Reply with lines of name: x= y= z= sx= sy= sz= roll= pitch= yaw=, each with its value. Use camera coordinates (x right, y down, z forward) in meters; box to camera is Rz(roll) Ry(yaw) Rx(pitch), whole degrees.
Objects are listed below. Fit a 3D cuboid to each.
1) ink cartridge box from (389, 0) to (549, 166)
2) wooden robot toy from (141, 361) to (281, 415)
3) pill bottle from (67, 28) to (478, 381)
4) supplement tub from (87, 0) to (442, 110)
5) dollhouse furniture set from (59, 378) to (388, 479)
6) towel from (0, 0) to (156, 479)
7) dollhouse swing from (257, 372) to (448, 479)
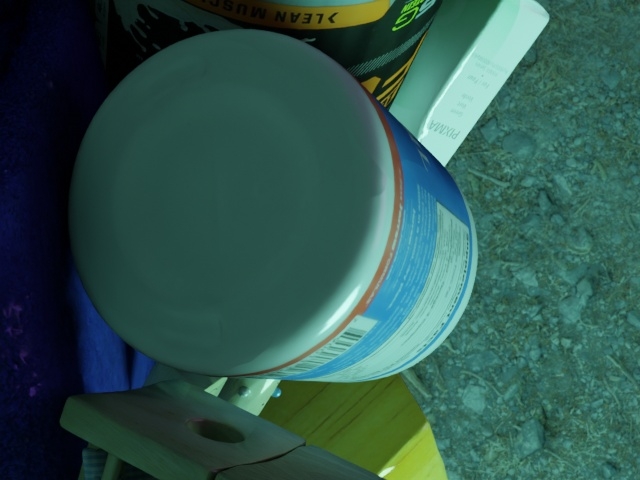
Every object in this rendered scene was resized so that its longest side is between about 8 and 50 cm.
ink cartridge box: x=0.023 y=-0.105 z=0.664 sx=0.225 sy=0.056 sz=0.181 roll=-54 pitch=-133 yaw=18
wooden robot toy: x=-0.052 y=0.066 z=0.536 sx=0.079 sy=0.076 sz=0.173 roll=-59 pitch=-177 yaw=23
pill bottle: x=0.000 y=0.000 z=0.436 sx=0.221 sy=0.124 sz=0.124 roll=24 pitch=66 yaw=-70
supplement tub: x=-0.034 y=-0.141 z=0.511 sx=0.316 sy=0.193 sz=0.194 roll=115 pitch=-20 yaw=-61
dollhouse furniture set: x=-0.061 y=0.131 z=0.282 sx=0.183 sy=0.129 sz=0.129 roll=5 pitch=103 yaw=-63
towel: x=-0.126 y=0.058 z=0.453 sx=0.228 sy=0.076 sz=0.308 roll=-95 pitch=-179 yaw=-53
dollhouse swing: x=-0.049 y=0.225 z=0.745 sx=0.315 sy=0.305 sz=0.347 roll=-40 pitch=135 yaw=-22
